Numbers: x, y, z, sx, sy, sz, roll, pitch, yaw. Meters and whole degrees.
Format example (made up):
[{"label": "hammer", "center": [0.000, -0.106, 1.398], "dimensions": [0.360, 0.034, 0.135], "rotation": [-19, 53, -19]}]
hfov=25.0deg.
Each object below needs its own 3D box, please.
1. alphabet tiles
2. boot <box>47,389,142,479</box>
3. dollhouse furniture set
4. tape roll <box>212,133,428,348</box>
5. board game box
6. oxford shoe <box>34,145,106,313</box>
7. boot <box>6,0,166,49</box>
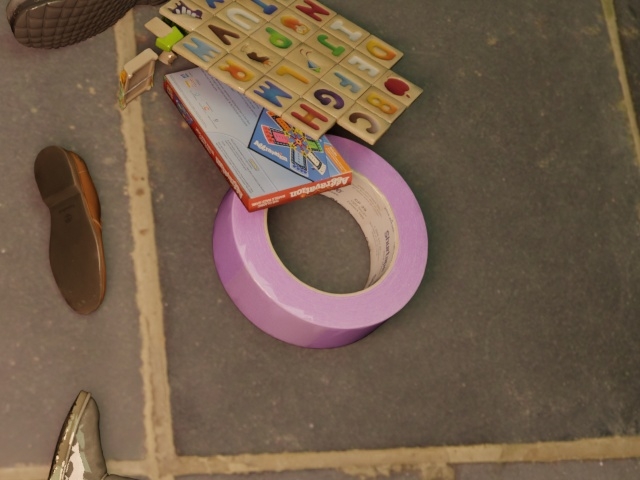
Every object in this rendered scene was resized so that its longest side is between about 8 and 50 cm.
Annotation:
[{"label": "alphabet tiles", "center": [-0.037, -0.256, 1.960], "dimensions": [0.343, 0.011, 0.285], "rotation": [33, 38, 9]}, {"label": "boot", "center": [-0.214, 0.289, 1.697], "dimensions": [0.209, 0.076, 0.189], "rotation": [14, 77, -9]}, {"label": "dollhouse furniture set", "center": [-0.232, -0.249, 1.928], "dimensions": [0.058, 0.076, 0.152], "rotation": [40, 56, 12]}, {"label": "tape roll", "center": [0.000, 0.000, 1.905], "dimensions": [0.275, 0.090, 0.274], "rotation": [9, 65, -20]}, {"label": "board game box", "center": [-0.086, -0.146, 1.881], "dimensions": [0.145, 0.027, 0.281], "rotation": [-17, 46, -20]}, {"label": "oxford shoe", "center": [-0.295, -0.013, 1.800], "dimensions": [0.076, 0.076, 0.212], "rotation": [7, 71, -64]}, {"label": "boot", "center": [-0.325, -0.398, 1.937], "dimensions": [0.338, 0.118, 0.222], "rotation": [-29, 79, -41]}]
